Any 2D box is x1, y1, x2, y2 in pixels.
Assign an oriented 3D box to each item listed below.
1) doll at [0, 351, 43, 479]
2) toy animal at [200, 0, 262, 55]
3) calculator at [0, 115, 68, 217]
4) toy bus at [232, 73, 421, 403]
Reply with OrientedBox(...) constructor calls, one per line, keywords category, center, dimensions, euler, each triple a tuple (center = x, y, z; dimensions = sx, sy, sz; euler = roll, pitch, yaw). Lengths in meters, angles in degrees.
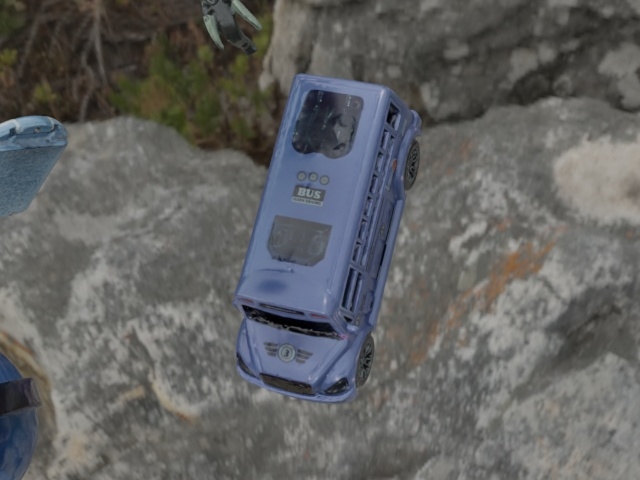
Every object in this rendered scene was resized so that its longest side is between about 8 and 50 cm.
OrientedBox(category="doll", center=(-0.486, 0.228, 1.433), dimensions=(0.310, 0.284, 0.240), euler=(-22, 84, 2))
OrientedBox(category="toy animal", center=(-0.126, -0.269, 1.069), dimensions=(0.082, 0.269, 0.137), euler=(-25, 19, 11))
OrientedBox(category="calculator", center=(-0.416, -0.089, 1.603), dimensions=(0.121, 0.210, 0.039), euler=(-11, 62, -44))
OrientedBox(category="toy bus", center=(0.000, 0.000, 1.124), dimensions=(0.126, 0.133, 0.292), euler=(11, 80, 20))
